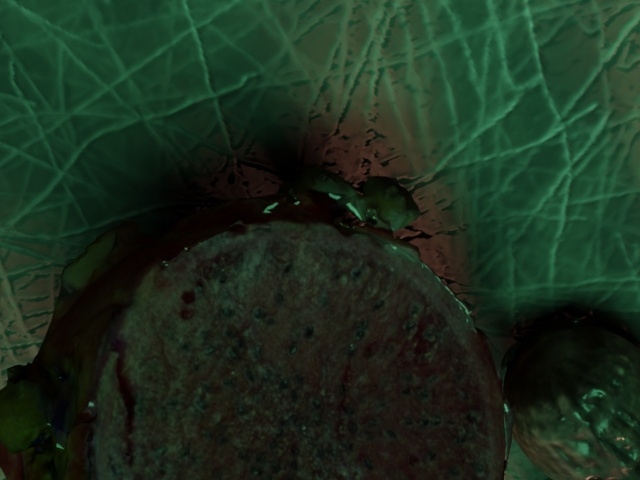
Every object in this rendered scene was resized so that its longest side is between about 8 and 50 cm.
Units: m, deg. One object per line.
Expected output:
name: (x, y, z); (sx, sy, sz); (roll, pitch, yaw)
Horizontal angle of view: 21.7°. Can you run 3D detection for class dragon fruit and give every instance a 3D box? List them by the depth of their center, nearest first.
dragon fruit: (-0.078, 0.132, 0.997); (0.296, 0.314, 0.263); (58, 153, -13)

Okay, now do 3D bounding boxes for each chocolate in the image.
chocolate: (0.210, 0.148, 1.068); (0.110, 0.110, 0.248); (-32, 116, 25)
